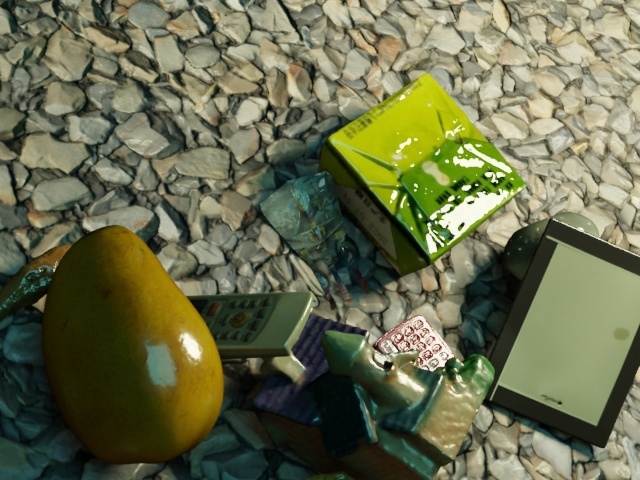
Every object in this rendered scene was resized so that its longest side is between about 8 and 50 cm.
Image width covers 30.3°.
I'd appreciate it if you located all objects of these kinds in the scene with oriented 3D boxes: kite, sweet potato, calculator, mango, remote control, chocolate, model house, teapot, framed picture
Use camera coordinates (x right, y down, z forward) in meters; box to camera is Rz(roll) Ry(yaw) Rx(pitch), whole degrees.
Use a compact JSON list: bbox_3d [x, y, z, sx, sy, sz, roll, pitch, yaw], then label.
[{"bbox_3d":[0.000,0.000,2.077,0.141,0.015,0.245,-27,79,0],"label":"kite"},{"bbox_3d":[-0.451,0.067,1.853,0.068,0.060,0.206,27,59,39],"label":"sweet potato"},{"bbox_3d":[0.187,0.227,2.057,0.126,0.034,0.190,-30,73,-31],"label":"calculator"},{"bbox_3d":[-0.291,0.158,1.755,0.221,0.264,0.378,7,54,-53],"label":"mango"},{"bbox_3d":[-0.138,0.131,1.837,0.038,0.285,0.123,55,47,-33],"label":"remote control"},{"bbox_3d":[0.176,-0.115,2.171,0.301,0.137,0.289,-35,82,-34],"label":"chocolate"},{"bbox_3d":[0.061,0.231,1.827,0.280,0.312,0.245,38,59,-7],"label":"model house"},{"bbox_3d":[0.451,0.081,2.173,0.183,0.183,0.251,-18,84,-30],"label":"teapot"},{"bbox_3d":[0.454,0.165,2.093,0.265,0.016,0.347,22,91,-7],"label":"framed picture"}]

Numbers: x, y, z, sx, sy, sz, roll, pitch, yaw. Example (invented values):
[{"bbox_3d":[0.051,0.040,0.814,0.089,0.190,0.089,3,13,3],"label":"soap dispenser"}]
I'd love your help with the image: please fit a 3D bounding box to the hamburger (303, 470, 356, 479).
[{"bbox_3d":[0.007,0.457,1.767,0.213,0.108,0.214,-3,104,-11],"label":"hamburger"}]
